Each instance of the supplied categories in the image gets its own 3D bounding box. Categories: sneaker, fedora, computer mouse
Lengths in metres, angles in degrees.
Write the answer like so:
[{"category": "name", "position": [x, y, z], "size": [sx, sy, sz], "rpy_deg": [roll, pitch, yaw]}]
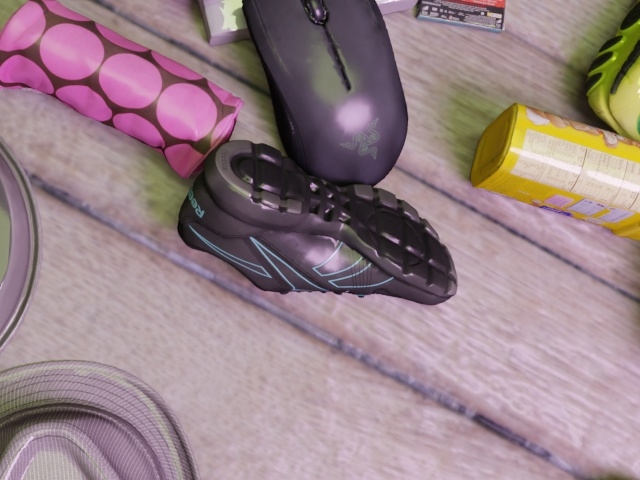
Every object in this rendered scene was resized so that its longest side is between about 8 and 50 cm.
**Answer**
[{"category": "sneaker", "position": [0.369, -0.204, 1.080], "size": [0.295, 0.109, 0.123], "rpy_deg": [-50, 115, -15]}, {"category": "fedora", "position": [-0.210, 0.231, 0.882], "size": [0.244, 0.124, 0.275], "rpy_deg": [1, 81, -11]}, {"category": "sneaker", "position": [0.000, 0.000, 0.979], "size": [0.267, 0.106, 0.101], "rpy_deg": [24, 39, -23]}, {"category": "computer mouse", "position": [-0.005, -0.167, 0.977], "size": [0.189, 0.072, 0.272], "rpy_deg": [-26, 101, -11]}]

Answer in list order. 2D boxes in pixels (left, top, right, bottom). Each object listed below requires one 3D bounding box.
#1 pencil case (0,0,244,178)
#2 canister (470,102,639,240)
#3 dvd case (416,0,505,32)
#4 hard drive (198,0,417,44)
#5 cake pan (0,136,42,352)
[{"category": "pencil case", "position": [-0.177, -0.128, 0.962], "size": [0.209, 0.098, 0.095], "rpy_deg": [28, 33, -5]}, {"category": "canister", "position": [0.235, -0.062, 1.009], "size": [0.170, 0.126, 0.073], "rpy_deg": [16, 79, -6]}, {"category": "dvd case", "position": [0.141, -0.266, 1.079], "size": [0.087, 0.013, 0.119], "rpy_deg": [7, 81, -10]}, {"category": "hard drive", "position": [-0.042, -0.351, 1.045], "size": [0.203, 0.040, 0.307], "rpy_deg": [-13, 85, -12]}, {"category": "cake pan", "position": [-0.383, 0.001, 0.920], "size": [0.293, 0.054, 0.293], "rpy_deg": [1, 82, -10]}]
